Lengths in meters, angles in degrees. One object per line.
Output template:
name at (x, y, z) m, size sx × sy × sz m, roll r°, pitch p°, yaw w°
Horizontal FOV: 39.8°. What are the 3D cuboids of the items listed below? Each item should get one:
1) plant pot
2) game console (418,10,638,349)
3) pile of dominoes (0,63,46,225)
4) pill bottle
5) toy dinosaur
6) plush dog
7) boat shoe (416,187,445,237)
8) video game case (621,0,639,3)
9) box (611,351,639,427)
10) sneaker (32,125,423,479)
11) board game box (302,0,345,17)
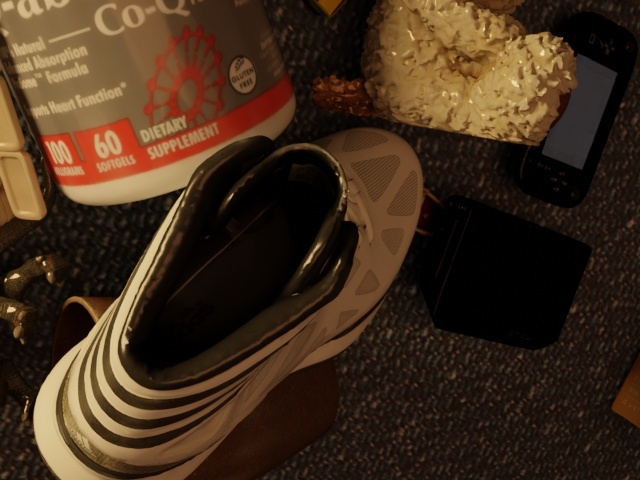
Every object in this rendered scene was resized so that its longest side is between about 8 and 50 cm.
plant pot at (-0.106, 0.148, 0.819) m, size 0.230 × 0.215 × 0.215 m, roll -4°, pitch 107°, yaw -31°
game console at (0.233, -0.064, 0.933) m, size 0.213 × 0.044 × 0.361 m, roll 15°, pitch 95°, yaw -39°
pile of dominoes at (-0.309, -0.124, 0.680) m, size 0.196 × 0.040 × 0.251 m, roll 5°, pitch 121°, yaw 23°
pill bottle at (-0.169, -0.227, 0.667) m, size 0.210 × 0.210 × 0.363 m, roll -25°, pitch 112°, yaw -12°
toy dinosaur at (-0.310, 0.069, 0.749) m, size 0.160 × 0.121 × 0.313 m, roll 11°, pitch 88°, yaw 10°
plush dog at (0.111, -0.213, 0.779) m, size 0.211 × 0.262 × 0.225 m, roll 9°, pitch 100°, yaw -1°
boat shoe at (0.092, -0.040, 0.909) m, size 0.135 × 0.045 × 0.050 m, roll 24°, pitch 96°, yaw -25°
video game case at (0.344, -0.421, 0.879) m, size 0.269 × 0.061 × 0.244 m, roll -47°, pitch 114°, yaw -2°
box at (0.536, 0.113, 1.025) m, size 0.168 × 0.215 × 0.345 m, roll 22°, pitch 97°, yaw -24°
sneaker at (0.000, 0.001, 0.666) m, size 0.169 × 0.257 × 0.447 m, roll 45°, pitch 49°, yaw 0°
board game box at (0.009, -0.313, 0.796) m, size 0.141 × 0.048 × 0.170 m, roll 41°, pitch 89°, yaw -27°
